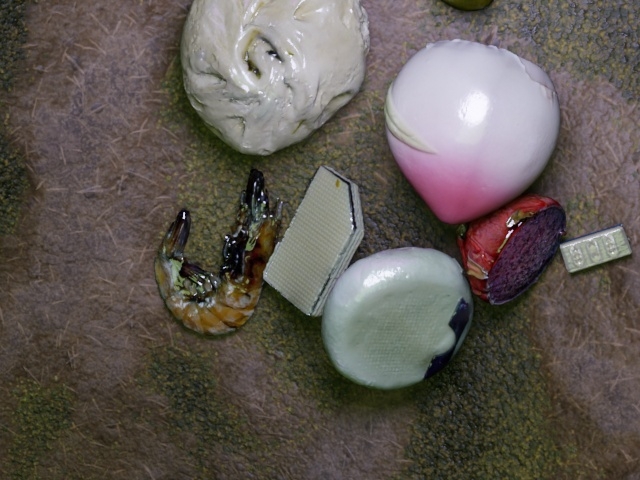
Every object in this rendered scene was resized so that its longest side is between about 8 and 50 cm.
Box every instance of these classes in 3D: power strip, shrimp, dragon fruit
[{"bbox_3d":[0.500,0.014,1.932,0.123,0.032,0.056,-19,101,14],"label":"power strip"},{"bbox_3d":[-0.205,0.017,2.055,0.233,0.071,0.365,21,112,11],"label":"shrimp"},{"bbox_3d":[0.315,-0.009,1.893,0.148,0.223,0.219,41,120,32],"label":"dragon fruit"}]

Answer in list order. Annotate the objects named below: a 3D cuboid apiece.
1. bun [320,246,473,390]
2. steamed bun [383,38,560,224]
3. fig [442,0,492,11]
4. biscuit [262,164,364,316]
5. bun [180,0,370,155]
[{"bbox_3d":[0.128,0.122,1.955,0.293,0.187,0.293,-7,119,-12],"label":"bun"},{"bbox_3d":[0.244,-0.166,1.786,0.309,0.309,0.310,3,105,10],"label":"steamed bun"},{"bbox_3d":[0.214,-0.462,1.820,0.184,0.127,0.133,5,118,6],"label":"fig"},{"bbox_3d":[0.000,0.000,1.975,0.150,0.052,0.252,34,103,37],"label":"biscuit"},{"bbox_3d":[-0.088,-0.335,1.857,0.326,0.234,0.362,40,101,5],"label":"bun"}]
